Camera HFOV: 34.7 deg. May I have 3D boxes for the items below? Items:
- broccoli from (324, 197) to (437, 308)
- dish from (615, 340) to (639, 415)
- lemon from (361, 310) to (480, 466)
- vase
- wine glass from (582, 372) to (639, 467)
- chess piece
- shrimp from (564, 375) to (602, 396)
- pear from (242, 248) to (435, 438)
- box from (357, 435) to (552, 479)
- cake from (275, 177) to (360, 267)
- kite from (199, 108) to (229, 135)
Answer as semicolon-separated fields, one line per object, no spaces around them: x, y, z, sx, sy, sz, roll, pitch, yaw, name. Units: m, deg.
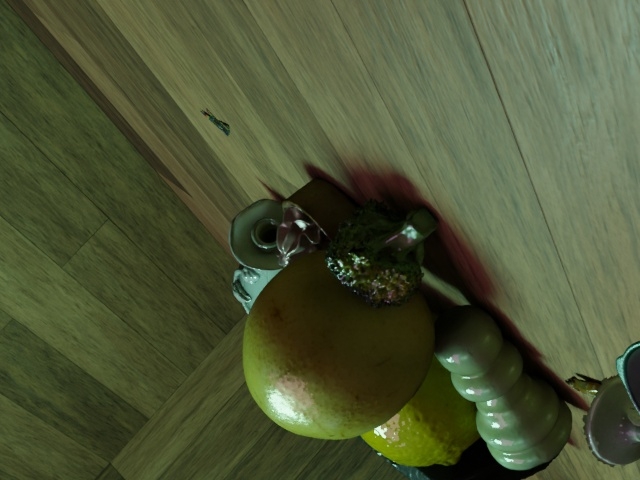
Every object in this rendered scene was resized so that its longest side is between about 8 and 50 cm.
0.112;0.005;1.663;0.194;0.220;0.194;20;117;47;broccoli
0.457;0.186;1.171;0.246;0.078;0.224;38;152;46;dish
0.198;0.300;2.123;0.336;0.336;0.336;41;171;8;lemon
-0.111;0.070;2.580;0.250;0.250;0.445;39;164;18;vase
0.490;0.272;1.323;0.143;0.143;0.321;46;169;-23;wine glass
0.321;0.259;1.908;0.330;0.182;0.182;53;167;-26;chess piece
0.466;0.262;1.722;0.091;0.025;0.127;46;167;-32;shrimp
0.027;0.183;1.825;0.348;0.348;0.348;41;171;8;pear
0.306;0.444;2.307;0.350;0.359;0.091;29;124;52;box
0.000;0.000;1.987;0.208;0.178;0.185;45;170;-32;cake
-0.225;-0.257;2.250;0.122;0.004;0.090;30;165;50;kite
